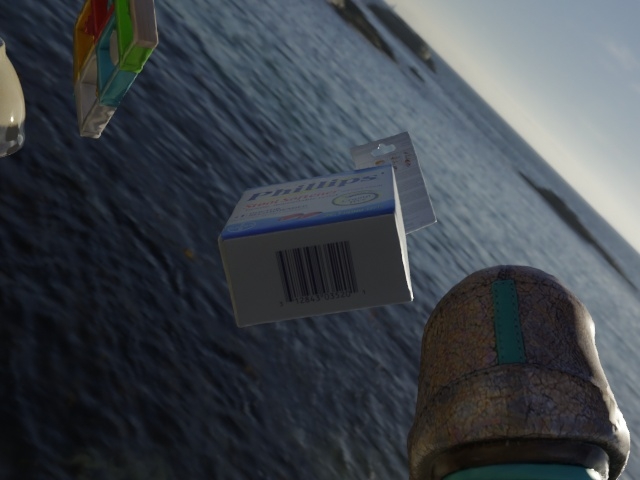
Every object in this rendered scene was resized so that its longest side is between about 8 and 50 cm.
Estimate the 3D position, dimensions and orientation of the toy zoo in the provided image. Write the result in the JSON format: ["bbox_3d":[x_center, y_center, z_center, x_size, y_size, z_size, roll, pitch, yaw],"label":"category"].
[{"bbox_3d":[-0.302,-0.276,1.237,0.030,0.293,0.192,4,65,-31],"label":"toy zoo"}]

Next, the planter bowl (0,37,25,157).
[{"bbox_3d":[-0.389,-0.166,0.927,0.162,0.109,0.162,13,24,-6],"label":"planter bowl"}]

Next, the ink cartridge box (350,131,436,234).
[{"bbox_3d":[0.124,-0.095,1.609,0.145,0.045,0.179,-20,93,-32],"label":"ink cartridge box"}]

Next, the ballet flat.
[{"bbox_3d":[0.092,0.113,0.439,0.316,0.107,0.106,85,3,-57],"label":"ballet flat"}]

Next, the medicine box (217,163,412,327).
[{"bbox_3d":[0.000,0.000,1.389,0.289,0.263,0.149,-81,161,-71],"label":"medicine box"}]
